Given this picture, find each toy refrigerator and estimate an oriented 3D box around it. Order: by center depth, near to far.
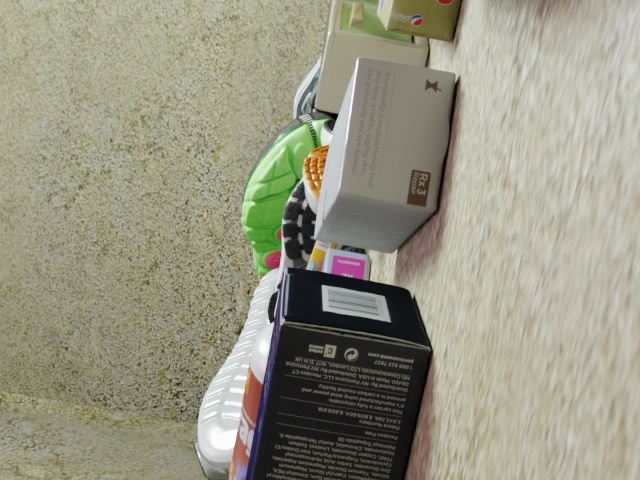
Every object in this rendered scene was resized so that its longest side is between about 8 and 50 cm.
[{"bbox_3d":[0.057,-0.229,1.179,0.269,0.102,0.094,-83,4,-59],"label":"toy refrigerator"}]

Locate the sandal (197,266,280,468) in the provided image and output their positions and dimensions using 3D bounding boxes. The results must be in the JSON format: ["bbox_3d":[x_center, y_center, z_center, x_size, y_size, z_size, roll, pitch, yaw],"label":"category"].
[{"bbox_3d":[-0.055,0.190,1.623,0.102,0.169,0.416,65,-150,-33],"label":"sandal"}]

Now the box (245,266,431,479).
[{"bbox_3d":[0.005,0.143,0.820,0.153,0.108,0.207,-95,16,-78],"label":"box"}]

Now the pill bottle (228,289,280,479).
[{"bbox_3d":[-0.010,0.146,0.973,0.121,0.121,0.216,-86,6,-64],"label":"pill bottle"}]

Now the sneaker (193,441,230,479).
[{"bbox_3d":[-0.075,0.410,1.663,0.122,0.146,0.330,-124,14,-49],"label":"sneaker"}]

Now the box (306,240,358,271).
[{"bbox_3d":[0.017,0.025,1.387,0.136,0.028,0.081,10,-80,-75],"label":"box"}]

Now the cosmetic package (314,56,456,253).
[{"bbox_3d":[0.049,-0.065,0.931,0.231,0.085,0.117,108,171,-79],"label":"cosmetic package"}]

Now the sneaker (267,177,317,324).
[{"bbox_3d":[0.000,0.000,1.528,0.121,0.111,0.300,-61,-8,-58],"label":"sneaker"}]

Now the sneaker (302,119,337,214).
[{"bbox_3d":[0.034,-0.056,1.275,0.262,0.099,0.121,-67,-19,-68],"label":"sneaker"}]

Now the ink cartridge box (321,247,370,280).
[{"bbox_3d":[0.005,0.182,1.220,0.186,0.065,0.311,102,175,-45],"label":"ink cartridge box"}]

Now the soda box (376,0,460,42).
[{"bbox_3d":[0.088,-0.221,0.972,0.181,0.058,0.061,-87,8,-74],"label":"soda box"}]

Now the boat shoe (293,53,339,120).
[{"bbox_3d":[0.016,-0.221,1.766,0.335,0.121,0.119,109,176,-59],"label":"boat shoe"}]

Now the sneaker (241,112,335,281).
[{"bbox_3d":[-0.051,-0.080,1.749,0.483,0.185,0.202,108,153,-65],"label":"sneaker"}]
